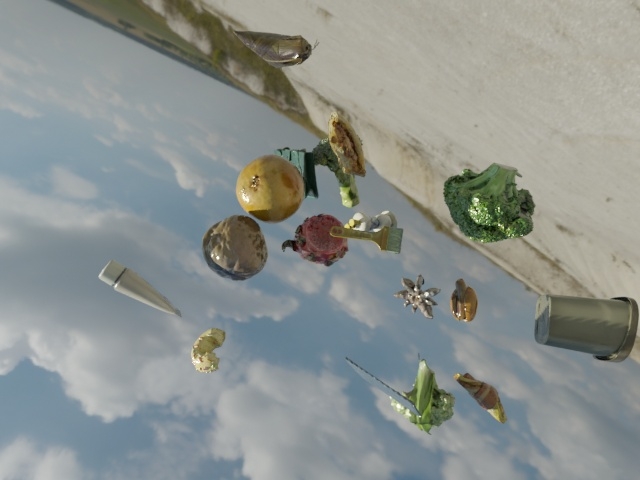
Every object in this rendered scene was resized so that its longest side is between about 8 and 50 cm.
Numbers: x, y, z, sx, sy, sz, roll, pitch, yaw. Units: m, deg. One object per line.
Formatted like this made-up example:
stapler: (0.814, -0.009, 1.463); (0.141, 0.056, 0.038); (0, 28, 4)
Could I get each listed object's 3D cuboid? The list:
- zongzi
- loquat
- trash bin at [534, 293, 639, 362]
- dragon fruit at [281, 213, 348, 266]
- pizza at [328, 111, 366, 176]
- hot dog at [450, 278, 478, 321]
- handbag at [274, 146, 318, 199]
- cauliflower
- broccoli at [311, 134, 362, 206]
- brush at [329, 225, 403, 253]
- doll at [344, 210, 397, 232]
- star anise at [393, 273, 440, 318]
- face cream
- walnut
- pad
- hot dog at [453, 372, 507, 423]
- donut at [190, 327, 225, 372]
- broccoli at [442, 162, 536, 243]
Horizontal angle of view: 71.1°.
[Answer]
zongzi: (-0.131, -0.566, 1.280); (0.184, 0.084, 0.187); (17, 179, -39)
loquat: (-0.189, -0.192, 1.700); (0.263, 0.263, 0.263); (26, -167, -6)
trash bin: (0.876, 0.281, 1.504); (0.250, 0.219, 0.220); (7, 170, 12)
dragon fruit: (0.000, 0.000, 1.723); (0.282, 0.210, 0.147); (-10, 176, -20)
pizza: (0.093, -0.317, 1.531); (0.056, 0.271, 0.134); (-1, -145, 33)
hot dog: (0.481, 0.201, 1.502); (0.090, 0.140, 0.060); (7, 171, 33)
handbag: (-0.125, -0.319, 2.123); (0.089, 0.238, 0.326); (-14, -161, -26)
cauliflower: (0.427, 0.622, 1.830); (0.239, 0.315, 0.256); (12, 166, -26)
broccoli: (0.090, -0.327, 2.115); (0.221, 0.361, 0.252); (9, -160, 39)
brush: (0.136, -0.015, 1.331); (0.218, 0.082, 0.010); (10, 160, 0)
doll: (0.241, -0.075, 2.031); (0.293, 0.138, 0.119); (-5, -112, -38)
star anise: (0.467, 0.265, 2.125); (0.093, 0.229, 0.236); (-18, -99, -55)
face cream: (-0.643, 0.188, 1.623); (0.314, 0.089, 0.143); (39, 167, -19)
walnut: (-0.311, 0.026, 1.660); (0.248, 0.248, 0.248); (26, -167, -6)
pad: (0.214, 0.498, 1.511); (0.270, 0.012, 0.269); (27, 163, 31)
hot dog: (0.683, 0.639, 1.867); (0.261, 0.093, 0.123); (45, 171, 7)
donut: (-0.382, 0.367, 1.489); (0.166, 0.108, 0.065); (-94, -22, -53)
broccoli: (0.649, -0.145, 1.731); (0.414, 0.309, 0.321); (-6, 180, -37)
